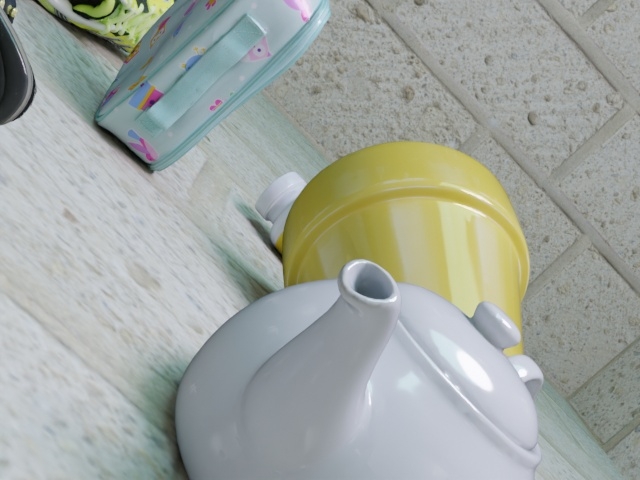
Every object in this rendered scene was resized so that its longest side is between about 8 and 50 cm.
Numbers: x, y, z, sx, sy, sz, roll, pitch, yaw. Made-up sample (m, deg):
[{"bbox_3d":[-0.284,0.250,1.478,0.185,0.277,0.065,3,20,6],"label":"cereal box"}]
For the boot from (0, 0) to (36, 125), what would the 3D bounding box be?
[{"bbox_3d":[-0.276,-0.178,0.609,0.236,0.085,0.178,46,7,4],"label":"boot"}]

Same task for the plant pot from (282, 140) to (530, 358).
[{"bbox_3d":[0.091,0.069,0.762,0.254,0.254,0.239,41,24,-28],"label":"plant pot"}]

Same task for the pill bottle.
[{"bbox_3d":[0.000,0.000,1.029,0.184,0.103,0.103,48,9,13],"label":"pill bottle"}]

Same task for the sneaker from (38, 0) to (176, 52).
[{"bbox_3d":[-0.292,-0.329,1.108,0.385,0.145,0.147,19,34,-49],"label":"sneaker"}]

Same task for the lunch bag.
[{"bbox_3d":[-0.117,-0.205,0.857,0.108,0.279,0.224,41,21,-27],"label":"lunch bag"}]

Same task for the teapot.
[{"bbox_3d":[0.050,0.112,0.498,0.252,0.187,0.256,45,8,-12],"label":"teapot"}]
